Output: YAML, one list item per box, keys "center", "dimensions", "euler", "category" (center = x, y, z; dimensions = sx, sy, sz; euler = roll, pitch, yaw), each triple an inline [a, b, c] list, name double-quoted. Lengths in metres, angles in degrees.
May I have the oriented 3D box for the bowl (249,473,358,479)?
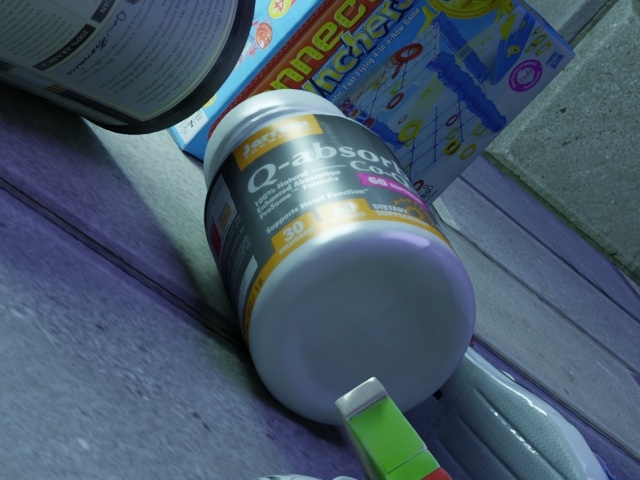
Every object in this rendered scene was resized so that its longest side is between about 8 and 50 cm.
- center: [0.008, 0.174, 0.752]
  dimensions: [0.170, 0.080, 0.170]
  euler: [40, 14, -12]
  category: "bowl"

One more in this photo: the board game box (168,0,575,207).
- center: [0.049, -0.160, 1.452]
  dimensions: [0.302, 0.308, 0.086]
  euler: [29, 20, -44]
  category: "board game box"

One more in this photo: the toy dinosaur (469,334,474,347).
- center: [0.116, 0.095, 1.357]
  dimensions: [0.047, 0.090, 0.082]
  euler: [35, 55, 13]
  category: "toy dinosaur"

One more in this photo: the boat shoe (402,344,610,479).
- center: [0.149, 0.162, 1.114]
  dimensions: [0.119, 0.121, 0.335]
  euler: [28, 17, -35]
  category: "boat shoe"

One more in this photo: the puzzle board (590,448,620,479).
- center: [0.273, 0.229, 1.524]
  dimensions: [0.128, 0.011, 0.096]
  euler: [36, 15, -31]
  category: "puzzle board"

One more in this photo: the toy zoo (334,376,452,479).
- center: [0.112, 0.229, 0.819]
  dimensions: [0.293, 0.030, 0.192]
  euler: [52, -10, 36]
  category: "toy zoo"

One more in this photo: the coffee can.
- center: [-0.203, -0.209, 1.088]
  dimensions: [0.201, 0.201, 0.275]
  euler: [50, 15, 29]
  category: "coffee can"

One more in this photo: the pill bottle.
- center: [0.000, 0.000, 1.109]
  dimensions: [0.162, 0.162, 0.278]
  euler: [35, 15, -30]
  category: "pill bottle"
